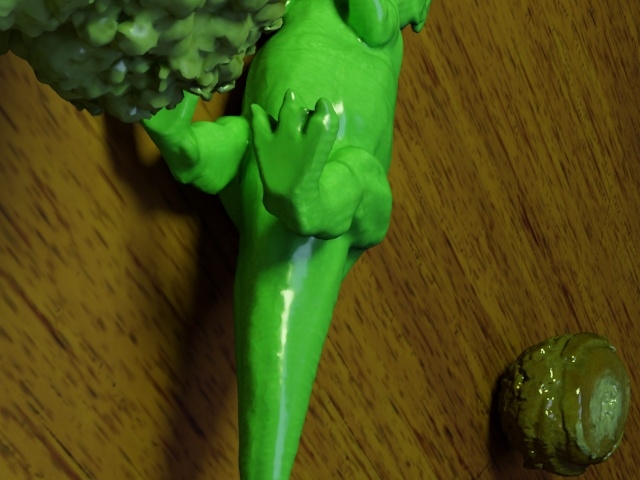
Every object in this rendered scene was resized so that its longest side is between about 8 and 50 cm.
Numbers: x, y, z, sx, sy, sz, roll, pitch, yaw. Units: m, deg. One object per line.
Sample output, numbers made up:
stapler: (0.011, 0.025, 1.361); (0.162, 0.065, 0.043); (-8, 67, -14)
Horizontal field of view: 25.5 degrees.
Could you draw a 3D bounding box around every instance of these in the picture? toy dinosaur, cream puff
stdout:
toy dinosaur: (0.000, 0.000, 0.960); (0.374, 0.144, 0.500); (-25, 117, -68)
cream puff: (0.218, 0.148, 1.294); (0.144, 0.103, 0.126); (-30, 111, -53)

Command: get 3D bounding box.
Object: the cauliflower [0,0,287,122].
cauliflower: (-0.126, -0.204, 0.617); (0.327, 0.281, 0.260); (-46, 134, -4)
